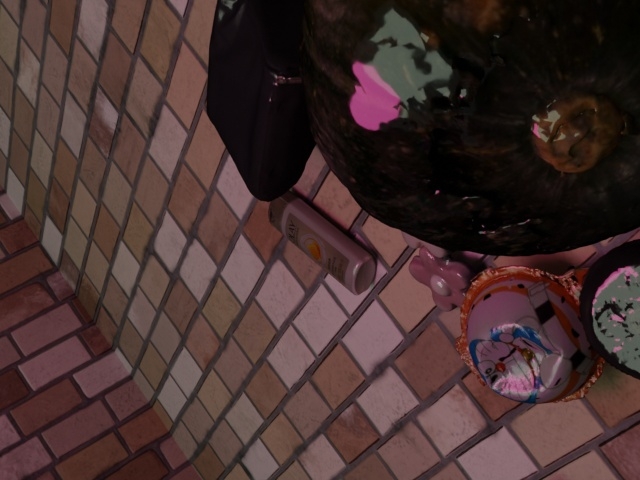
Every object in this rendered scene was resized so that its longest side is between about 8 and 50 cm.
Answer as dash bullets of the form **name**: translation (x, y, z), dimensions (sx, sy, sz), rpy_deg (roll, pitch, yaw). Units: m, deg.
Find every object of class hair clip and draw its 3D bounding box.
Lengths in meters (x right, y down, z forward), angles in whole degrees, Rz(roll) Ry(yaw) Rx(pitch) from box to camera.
- **hair clip**: translation (0.171, 0.008, 1.535), dimensions (0.146, 0.075, 0.257), rpy_deg (10, 128, 47)

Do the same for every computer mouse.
- **computer mouse**: translation (0.449, 0.095, 1.141), dimensions (0.323, 0.116, 0.183), rpy_deg (19, 120, 29)

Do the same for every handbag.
- **handbag**: translation (-0.052, -0.239, 1.548), dimensions (0.275, 0.177, 0.302), rpy_deg (59, 152, 34)

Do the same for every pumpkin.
- **pumpkin**: translation (0.201, -0.184, 0.980), dimensions (0.344, 0.454, 0.454), rpy_deg (-107, 15, -46)

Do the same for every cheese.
- **cheese**: translation (0.312, 0.109, 1.351), dimensions (0.329, 0.129, 0.217), rpy_deg (-31, 95, 42)

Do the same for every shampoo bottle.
- **shampoo bottle**: translation (0.000, 0.000, 1.785), dimensions (0.227, 0.056, 0.086), rpy_deg (40, 143, 31)
